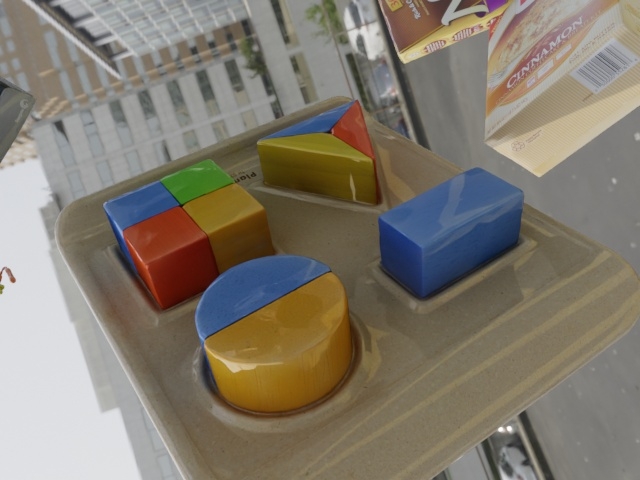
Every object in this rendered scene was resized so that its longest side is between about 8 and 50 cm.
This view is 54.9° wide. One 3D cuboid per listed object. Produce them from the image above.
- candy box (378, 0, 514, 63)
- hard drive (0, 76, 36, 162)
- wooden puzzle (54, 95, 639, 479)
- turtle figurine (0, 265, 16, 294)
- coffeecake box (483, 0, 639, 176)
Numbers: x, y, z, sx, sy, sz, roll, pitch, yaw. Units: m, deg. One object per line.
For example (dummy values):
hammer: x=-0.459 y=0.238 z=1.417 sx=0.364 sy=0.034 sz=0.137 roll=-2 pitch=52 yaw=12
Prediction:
candy box: x=0.159 y=-0.285 z=0.683 sx=0.053 sy=0.187 sz=0.109 roll=-13 pitch=-96 yaw=-73
hard drive: x=-0.578 y=-0.156 z=0.973 sx=0.172 sy=0.254 sz=0.054 roll=30 pitch=177 yaw=22
wooden puzzle: x=0.000 y=0.000 z=0.454 sx=0.348 sy=0.322 sz=0.080 roll=44 pitch=150 yaw=39
turtle figurine: x=-0.713 y=0.114 z=1.212 sx=0.087 sy=0.270 sz=0.217 roll=-3 pitch=-72 yaw=-65
coffeecake box: x=0.219 y=-0.172 z=0.542 sx=0.068 sy=0.142 sz=0.185 roll=28 pitch=-131 yaw=-16
